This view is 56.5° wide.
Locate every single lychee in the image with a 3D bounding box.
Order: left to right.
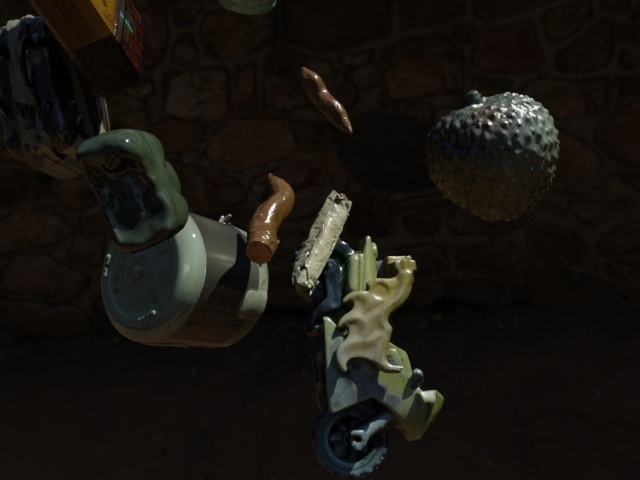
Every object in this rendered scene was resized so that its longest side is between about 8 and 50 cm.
[{"bbox_3d":[0.336,-0.164,1.169,0.255,0.274,0.255,-15,18,5],"label":"lychee"}]

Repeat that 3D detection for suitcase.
[{"bbox_3d":[-0.646,-0.339,1.396,0.193,0.352,0.339,-13,-10,5],"label":"suitcase"}]

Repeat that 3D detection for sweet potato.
[{"bbox_3d":[-0.088,-0.050,1.094,0.067,0.059,0.281,-18,27,20],"label":"sweet potato"},{"bbox_3d":[0.014,-0.329,1.426,0.051,0.065,0.218,-32,73,-10],"label":"sweet potato"}]

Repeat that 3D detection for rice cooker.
[{"bbox_3d":[-0.272,0.082,1.219,0.288,0.289,0.277,11,-5,33],"label":"rice cooker"}]

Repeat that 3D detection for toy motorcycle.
[{"bbox_3d":[0.080,0.185,1.031,0.236,0.410,0.169,-7,-11,-14],"label":"toy motorcycle"}]

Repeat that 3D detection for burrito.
[{"bbox_3d":[0.000,0.000,0.873,0.041,0.045,0.186,-11,42,44],"label":"burrito"}]

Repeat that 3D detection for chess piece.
[{"bbox_3d":[-0.147,-0.646,1.297,0.139,0.272,0.139,8,43,-8],"label":"chess piece"}]

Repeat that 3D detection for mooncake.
[{"bbox_3d":[-0.257,-0.072,0.822,0.104,0.175,0.168,-18,46,8],"label":"mooncake"}]

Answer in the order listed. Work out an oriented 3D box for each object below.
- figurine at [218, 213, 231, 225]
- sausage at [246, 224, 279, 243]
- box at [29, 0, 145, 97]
[{"bbox_3d":[-0.359,0.061,1.503,0.284,0.206,0.316,-34,60,28],"label":"figurine"},{"bbox_3d":[-0.173,-0.015,1.812,0.025,0.198,0.028,17,83,27],"label":"sausage"},{"bbox_3d":[-0.516,-0.538,1.239,0.115,0.415,0.264,-22,45,6],"label":"box"}]
